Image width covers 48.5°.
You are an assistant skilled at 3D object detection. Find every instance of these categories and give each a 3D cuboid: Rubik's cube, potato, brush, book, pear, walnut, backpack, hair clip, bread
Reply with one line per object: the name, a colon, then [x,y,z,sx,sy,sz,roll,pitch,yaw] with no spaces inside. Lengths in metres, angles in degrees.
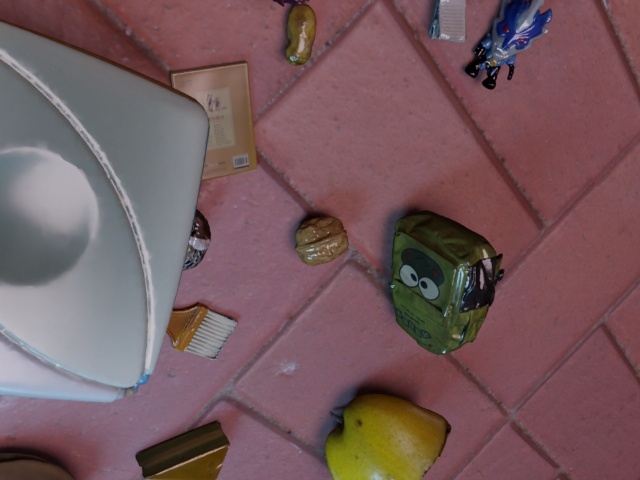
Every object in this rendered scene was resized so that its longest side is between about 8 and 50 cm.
Rubik's cube: [-0.360,-0.037,0.783,0.347,0.352,0.352,16,89,-35]
potato: [-0.029,-0.306,1.060,0.045,0.046,0.092,7,103,7]
brush: [-0.278,0.115,1.148,0.314,0.017,0.090,28,96,-34]
book: [-0.158,-0.176,1.073,0.118,0.012,0.172,-14,119,-21]
pear: [0.108,0.388,1.392,0.267,0.267,0.178,-40,101,-6]
walnut: [0.000,0.000,1.202,0.096,0.082,0.079,-19,92,-18]
backpack: [0.218,0.079,1.285,0.140,0.207,0.253,-21,129,-32]
hair clip: [0.206,-0.427,1.117,0.159,0.071,0.219,-3,110,-24]
bread: [-0.243,0.369,1.251,0.139,0.074,0.084,13,107,-30]

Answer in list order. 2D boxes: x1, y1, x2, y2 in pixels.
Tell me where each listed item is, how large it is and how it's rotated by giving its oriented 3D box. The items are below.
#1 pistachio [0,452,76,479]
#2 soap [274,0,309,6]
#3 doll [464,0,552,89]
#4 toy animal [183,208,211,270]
pistachio: [-0.504,0.431,1.094,0.288,0.166,0.197,11,84,-27]
soap: [0.020,-0.447,0.976,0.182,0.112,0.289,33,95,-34]
doll: [0.328,-0.353,1.213,0.096,0.070,0.195,35,99,-4]
toy animal: [-0.211,0.008,1.088,0.098,0.098,0.137,-23,138,-17]
